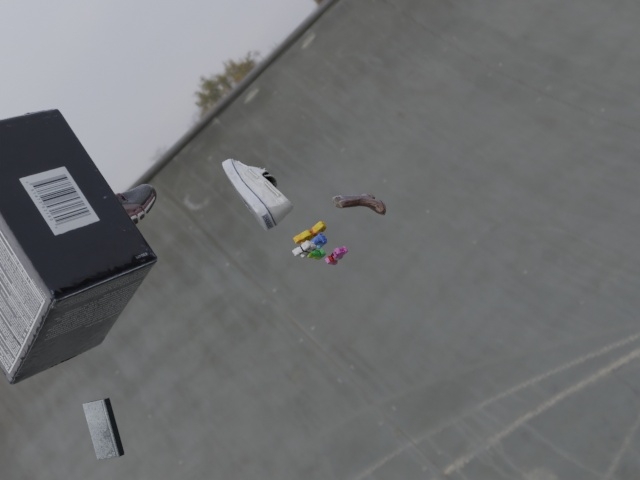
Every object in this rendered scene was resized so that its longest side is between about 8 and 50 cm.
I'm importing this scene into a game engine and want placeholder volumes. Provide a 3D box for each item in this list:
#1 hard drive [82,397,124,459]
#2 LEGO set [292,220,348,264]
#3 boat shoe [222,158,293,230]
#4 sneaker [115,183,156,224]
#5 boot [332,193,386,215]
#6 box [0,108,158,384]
[{"bbox_3d":[-0.501,0.435,1.755,0.094,0.135,0.022,-20,-5,41],"label":"hard drive"},{"bbox_3d":[0.000,0.000,2.238,0.093,0.087,0.227,-41,-25,20],"label":"LEGO set"},{"bbox_3d":[-0.140,-0.120,1.695,0.088,0.096,0.267,-32,36,-7],"label":"boat shoe"},{"bbox_3d":[-0.537,-0.088,1.847,0.106,0.162,0.281,15,50,46],"label":"sneaker"},{"bbox_3d":[0.095,-0.089,1.904,0.106,0.114,0.037,-138,51,-56],"label":"boot"},{"bbox_3d":[-0.438,0.011,1.166,0.183,0.296,0.294,-24,-15,-44],"label":"box"}]
